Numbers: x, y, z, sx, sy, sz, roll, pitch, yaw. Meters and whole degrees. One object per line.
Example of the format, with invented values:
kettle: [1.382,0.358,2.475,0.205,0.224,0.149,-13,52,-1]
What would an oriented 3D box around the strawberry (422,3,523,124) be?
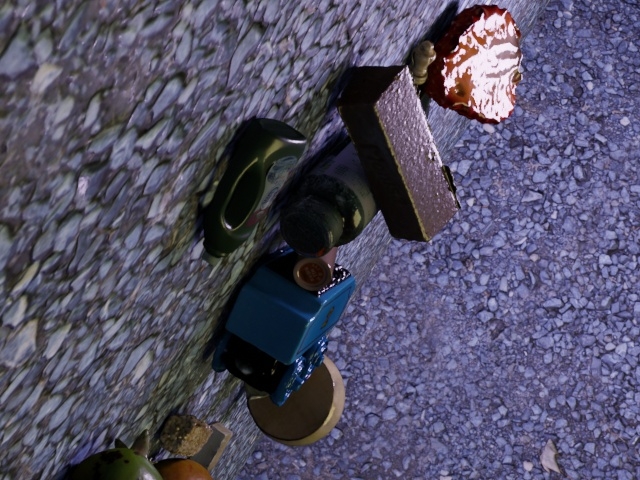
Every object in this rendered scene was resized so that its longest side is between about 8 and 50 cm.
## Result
strawberry: [0.315,-0.382,1.942,0.336,0.149,0.265,-26,114,-45]

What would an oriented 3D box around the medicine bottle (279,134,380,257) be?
medicine bottle: [0.040,-0.084,1.564,0.293,0.141,0.141,-48,167,-48]

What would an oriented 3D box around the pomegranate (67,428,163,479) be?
pomegranate: [-0.308,0.365,1.310,0.156,0.156,0.220,-61,-158,19]

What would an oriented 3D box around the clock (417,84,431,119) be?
clock: [0.172,-0.232,2.055,0.278,0.049,0.273,-56,170,-10]

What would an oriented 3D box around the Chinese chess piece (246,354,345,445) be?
Chinese chess piece: [-0.063,0.400,2.274,0.257,0.257,0.104,-57,156,-2]

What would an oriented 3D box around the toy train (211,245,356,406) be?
toy train: [-0.063,0.152,1.698,0.265,0.188,0.300,-66,168,18]

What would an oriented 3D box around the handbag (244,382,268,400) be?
handbag: [-0.067,0.211,2.100,0.315,0.109,0.253,-61,175,20]

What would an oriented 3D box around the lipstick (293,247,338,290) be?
lipstick: [0.000,0.000,1.639,0.254,0.070,0.070,-76,-168,-62]

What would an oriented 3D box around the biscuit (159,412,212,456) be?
biscuit: [-0.265,0.379,1.726,0.082,0.070,0.168,-60,169,-11]

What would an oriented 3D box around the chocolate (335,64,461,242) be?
chocolate: [0.133,-0.134,1.484,0.112,0.112,0.321,-53,134,-33]

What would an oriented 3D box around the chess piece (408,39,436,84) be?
chess piece: [0.193,-0.338,1.808,0.060,0.060,0.172,-49,165,-42]

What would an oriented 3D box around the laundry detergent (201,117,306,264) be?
laundry detergent: [-0.104,-0.058,1.154,0.210,0.063,0.137,-58,168,15]

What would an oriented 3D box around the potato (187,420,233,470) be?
potato: [-0.270,0.506,2.157,0.122,0.061,0.086,-59,169,2]

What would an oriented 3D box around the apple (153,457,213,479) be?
apple: [-0.293,0.519,1.764,0.182,0.183,0.155,-62,-160,23]
